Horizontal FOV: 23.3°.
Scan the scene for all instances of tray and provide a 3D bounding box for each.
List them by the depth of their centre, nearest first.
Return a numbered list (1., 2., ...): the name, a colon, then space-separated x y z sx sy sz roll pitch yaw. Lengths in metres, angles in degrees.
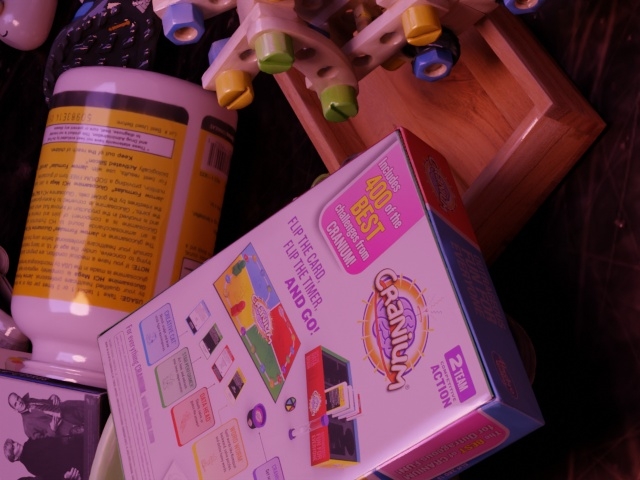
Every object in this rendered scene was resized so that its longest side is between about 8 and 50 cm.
1. tray: 0.071 -0.156 1.359 0.203 0.076 0.411 -53 44 24

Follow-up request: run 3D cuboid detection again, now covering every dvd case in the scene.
1. dvd case: -0.288 0.213 1.461 0.239 0.030 0.179 6 98 36

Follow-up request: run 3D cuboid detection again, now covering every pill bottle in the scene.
1. pill bottle: -0.201 0.009 1.538 0.188 0.188 0.334 1 78 51

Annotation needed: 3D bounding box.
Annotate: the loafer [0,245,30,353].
1. loafer: -0.421 0.039 1.873 0.111 0.112 0.319 -51 51 19

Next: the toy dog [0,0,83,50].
1. toy dog: -0.369 -0.423 1.922 0.220 0.161 0.333 -24 59 45

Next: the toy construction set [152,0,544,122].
1. toy construction set: 0.048 -0.199 1.169 0.328 0.215 0.151 -19 63 46

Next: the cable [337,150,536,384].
1. cable: 0.076 0.027 1.209 0.287 0.072 0.139 30 84 38

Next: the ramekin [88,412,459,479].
1. ramekin: -0.034 0.212 1.258 0.303 0.148 0.303 -18 60 34

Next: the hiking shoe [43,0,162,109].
1. hiking shoe: -0.215 -0.263 1.748 0.304 0.113 0.132 -56 11 30

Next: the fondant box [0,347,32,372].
1. fondant box: -0.383 0.270 1.629 0.096 0.238 0.330 -33 53 41

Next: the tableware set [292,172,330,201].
1. tableware set: 0.000 0.000 1.429 0.154 0.024 0.104 -61 40 16

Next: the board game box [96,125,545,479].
1. board game box: -0.015 0.100 1.141 0.316 0.064 0.242 -33 52 23
